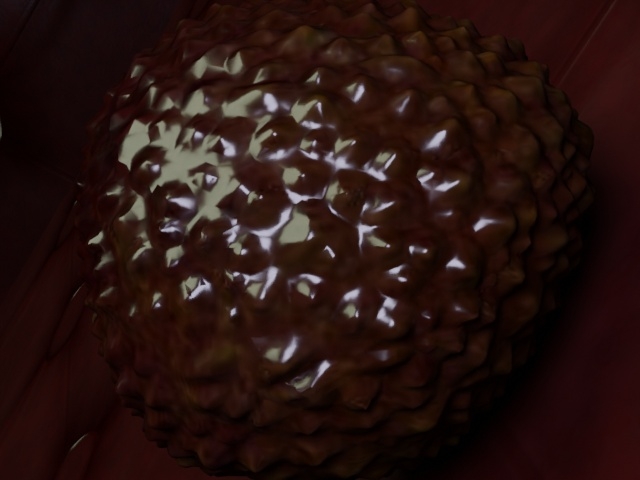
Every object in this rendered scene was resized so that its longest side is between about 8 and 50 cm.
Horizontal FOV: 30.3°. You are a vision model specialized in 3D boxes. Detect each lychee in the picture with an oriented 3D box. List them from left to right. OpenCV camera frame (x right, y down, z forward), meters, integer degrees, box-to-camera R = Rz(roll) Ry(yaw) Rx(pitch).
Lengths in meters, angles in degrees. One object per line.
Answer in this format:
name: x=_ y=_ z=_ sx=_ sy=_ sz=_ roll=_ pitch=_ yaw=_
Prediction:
lychee: x=0.000 y=0.000 z=0.635 sx=0.304 sy=0.276 sz=0.276 roll=-26 pitch=34 yaw=25
